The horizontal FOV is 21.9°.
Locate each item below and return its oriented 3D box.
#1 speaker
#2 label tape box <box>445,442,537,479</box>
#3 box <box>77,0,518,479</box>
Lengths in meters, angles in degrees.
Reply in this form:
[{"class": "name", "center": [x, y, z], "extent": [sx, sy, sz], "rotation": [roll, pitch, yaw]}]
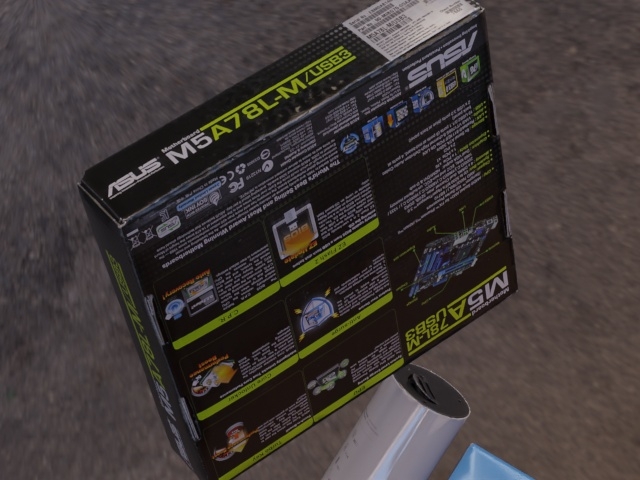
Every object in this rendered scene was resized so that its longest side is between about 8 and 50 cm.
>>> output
[{"class": "speaker", "center": [0.033, 0.140, 0.984], "extent": [0.055, 0.055, 0.136], "rotation": [26, 109, -13]}, {"class": "label tape box", "center": [0.178, 0.240, 1.081], "extent": [0.241, 0.333, 0.106], "rotation": [30, 81, 12]}, {"class": "box", "center": [0.000, 0.000, 0.749], "extent": [0.191, 0.045, 0.184], "rotation": [-33, 140, -18]}]
